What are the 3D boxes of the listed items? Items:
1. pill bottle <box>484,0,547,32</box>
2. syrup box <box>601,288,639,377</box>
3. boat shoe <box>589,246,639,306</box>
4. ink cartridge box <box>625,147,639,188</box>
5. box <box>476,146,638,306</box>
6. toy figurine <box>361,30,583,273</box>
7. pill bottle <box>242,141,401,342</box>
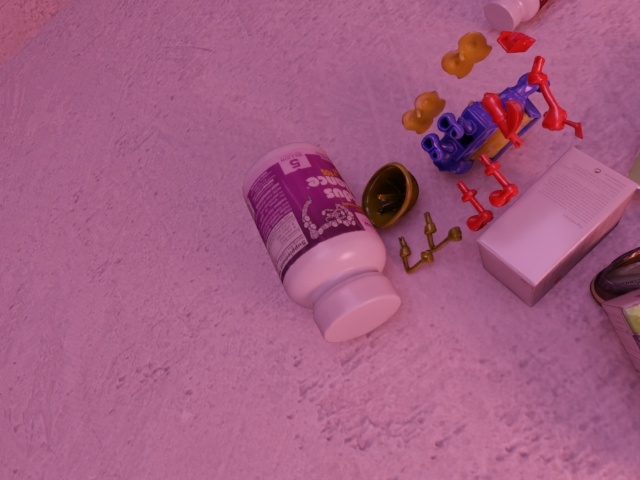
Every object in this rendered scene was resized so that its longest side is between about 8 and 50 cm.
[{"bbox_3d":[0.358,-0.438,0.759,0.152,0.086,0.086,-47,59,2],"label":"pill bottle"},{"bbox_3d":[0.407,0.160,0.460,0.093,0.096,0.236,-25,77,16],"label":"syrup box"},{"bbox_3d":[0.453,0.026,0.538,0.224,0.073,0.080,-23,62,15],"label":"boat shoe"},{"bbox_3d":[0.531,-0.136,0.577,0.171,0.056,0.235,27,84,31],"label":"ink cartridge box"},{"bbox_3d":[0.306,-0.012,0.588,0.170,0.130,0.091,-44,60,2],"label":"box"},{"bbox_3d":[0.244,-0.127,0.668,0.191,0.217,0.362,55,142,18],"label":"toy figurine"},{"bbox_3d":[0.000,0.000,0.701,0.169,0.169,0.301,-34,61,9],"label":"pill bottle"}]
